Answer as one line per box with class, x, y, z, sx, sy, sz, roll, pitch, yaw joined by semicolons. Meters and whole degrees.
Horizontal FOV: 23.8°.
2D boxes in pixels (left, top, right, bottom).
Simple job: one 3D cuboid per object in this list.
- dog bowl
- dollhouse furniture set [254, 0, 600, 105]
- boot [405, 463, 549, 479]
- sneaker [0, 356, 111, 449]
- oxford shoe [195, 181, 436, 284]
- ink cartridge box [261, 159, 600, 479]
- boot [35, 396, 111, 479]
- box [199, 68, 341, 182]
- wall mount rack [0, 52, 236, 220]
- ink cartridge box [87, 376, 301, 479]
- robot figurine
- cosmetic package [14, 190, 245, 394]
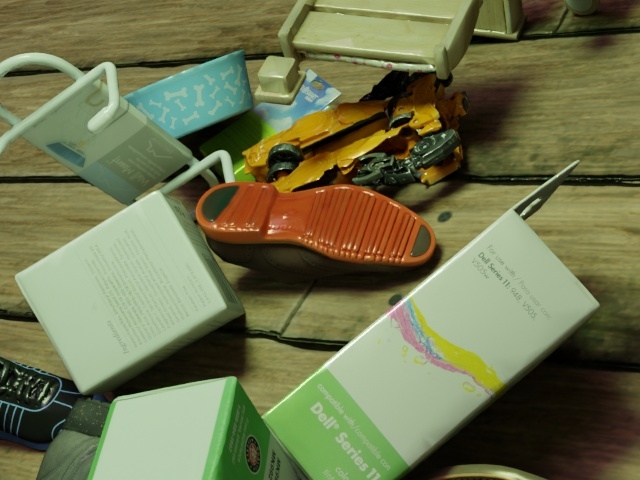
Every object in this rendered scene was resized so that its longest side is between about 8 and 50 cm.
dog bowl;-0.167;-0.174;1.937;0.166;0.074;0.297;-22;5;-7
dollhouse furniture set;0.141;-0.217;1.747;0.303;0.173;0.355;10;49;23
boot;0.176;0.257;1.217;0.305;0.112;0.115;3;58;38
sneaker;-0.344;0.178;1.725;0.232;0.090;0.081;-4;43;36
oxford shoe;0.000;0.000;1.684;0.271;0.098;0.097;10;52;20
ink cartridge box;0.117;0.097;1.354;0.353;0.119;0.207;-39;-7;-9
boot;-0.198;0.282;1.483;0.338;0.118;0.222;-2;46;52
box;-0.057;-0.138;1.936;0.178;0.042;0.109;-36;35;-7
wall mount rack;-0.281;-0.051;1.779;0.304;0.350;0.130;-33;44;22
ink cartridge box;-0.073;0.284;1.209;0.122;0.289;0.211;-14;38;21
robot figurine;0.044;-0.100;1.773;0.291;0.085;0.211;-21;36;17
cosmetic package;-0.204;0.060;1.662;0.184;0.151;0.151;-31;-6;1
